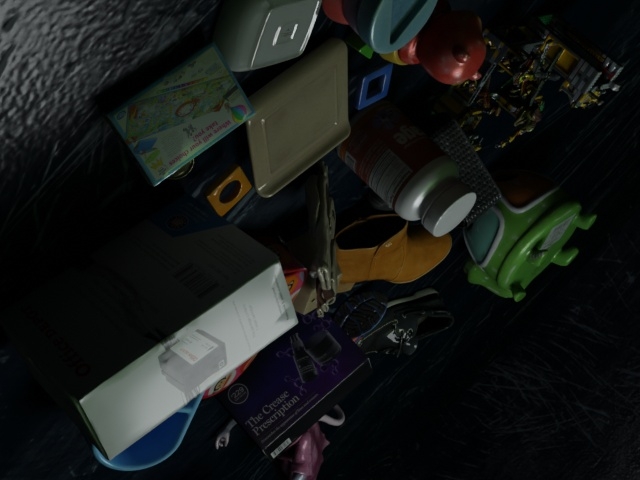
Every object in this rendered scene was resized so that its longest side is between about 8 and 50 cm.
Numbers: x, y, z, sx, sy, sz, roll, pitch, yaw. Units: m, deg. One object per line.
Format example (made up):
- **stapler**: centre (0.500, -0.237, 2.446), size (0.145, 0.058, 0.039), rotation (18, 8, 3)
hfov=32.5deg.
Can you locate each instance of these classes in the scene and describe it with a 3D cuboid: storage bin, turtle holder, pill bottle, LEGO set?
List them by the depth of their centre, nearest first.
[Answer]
- **pill bottle**: centre (0.136, -0.110, 1.713), size (0.121, 0.216, 0.121), rotation (-37, 158, -18)
- **storage bin**: centre (0.207, -0.116, 1.851), size (0.084, 0.180, 0.122), rotation (-37, -168, -17)
- **LEGO set**: centre (0.372, -0.251, 1.908), size (0.331, 0.192, 0.255), rotation (-11, 141, -54)
- **turtle holder**: centre (0.428, -0.018, 2.382), size (0.243, 0.227, 0.320), rotation (-42, 159, -9)

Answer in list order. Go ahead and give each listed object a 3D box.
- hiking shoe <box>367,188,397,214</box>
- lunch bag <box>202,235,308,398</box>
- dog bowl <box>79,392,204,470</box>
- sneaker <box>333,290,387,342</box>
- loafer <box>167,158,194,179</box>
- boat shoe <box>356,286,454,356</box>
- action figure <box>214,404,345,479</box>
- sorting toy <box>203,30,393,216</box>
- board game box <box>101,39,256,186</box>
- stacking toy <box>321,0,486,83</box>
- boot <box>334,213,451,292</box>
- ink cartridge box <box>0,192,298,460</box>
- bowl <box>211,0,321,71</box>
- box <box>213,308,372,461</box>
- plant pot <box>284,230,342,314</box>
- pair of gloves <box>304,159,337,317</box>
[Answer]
- **hiking shoe**: centre (0.159, -0.078, 1.988), size (0.227, 0.086, 0.114), rotation (-22, 146, -46)
- **lunch bag**: centre (-0.148, 0.128, 1.773), size (0.258, 0.120, 0.293), rotation (-9, 139, -57)
- **dog bowl**: centre (-0.253, 0.223, 1.613), size (0.166, 0.074, 0.297), rotation (9, 124, -28)
- **sneaker**: centre (0.056, 0.185, 2.316), size (0.221, 0.083, 0.087), rotation (-43, 172, 12)
- **loafer**: centre (-0.194, -0.106, 1.363), size (0.056, 0.050, 0.148), rotation (-43, 157, 2)
- **boat shoe**: centre (0.189, 0.209, 2.520), size (0.340, 0.113, 0.127), rotation (-16, 145, -50)
- **action figure**: centre (-0.050, 0.413, 2.290), size (0.276, 0.248, 0.370), rotation (-41, 161, -12)
- **sorting toy**: centre (-0.038, -0.173, 1.526), size (0.348, 0.047, 0.196), rotation (-39, 151, -20)
- **board game box**: centre (-0.164, -0.150, 1.287), size (0.154, 0.026, 0.103), rotation (-38, 115, -16)
- **stacking toy**: centre (0.162, -0.343, 1.409), size (0.279, 0.130, 0.309), rotation (-57, 155, 12)
- **boot**: centre (0.141, 0.005, 2.030), size (0.295, 0.104, 0.211), rotation (-20, 161, -20)
- **ink cartridge box**: centre (-0.221, 0.102, 1.422), size (0.307, 0.223, 0.129), rotation (-35, 134, -22)
- **bowl**: centre (-0.057, -0.264, 1.320), size (0.142, 0.053, 0.142), rotation (-22, 149, -40)
- **box**: centre (-0.060, 0.257, 2.075), size (0.261, 0.184, 0.103), rotation (-40, 156, -11)
- **plant pot**: centre (-0.025, 0.061, 1.900), size (0.109, 0.096, 0.109), rotation (-29, 153, -34)
- **pair of gloves**: centre (0.000, 0.000, 1.754), size (0.042, 0.204, 0.240), rotation (-3, 158, 3)
